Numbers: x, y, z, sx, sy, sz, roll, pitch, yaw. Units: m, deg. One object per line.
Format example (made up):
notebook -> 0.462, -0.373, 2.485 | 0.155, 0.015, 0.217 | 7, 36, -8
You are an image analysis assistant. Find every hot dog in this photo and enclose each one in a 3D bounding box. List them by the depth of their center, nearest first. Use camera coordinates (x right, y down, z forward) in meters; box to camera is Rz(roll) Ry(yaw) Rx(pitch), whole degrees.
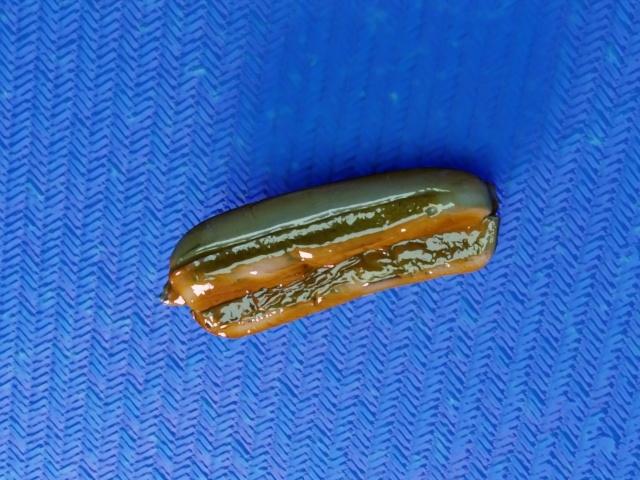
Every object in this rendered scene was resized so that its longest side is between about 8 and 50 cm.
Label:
hot dog -> 0.000, 0.000, 1.257 | 0.249, 0.076, 0.102 | -17, 138, 14
